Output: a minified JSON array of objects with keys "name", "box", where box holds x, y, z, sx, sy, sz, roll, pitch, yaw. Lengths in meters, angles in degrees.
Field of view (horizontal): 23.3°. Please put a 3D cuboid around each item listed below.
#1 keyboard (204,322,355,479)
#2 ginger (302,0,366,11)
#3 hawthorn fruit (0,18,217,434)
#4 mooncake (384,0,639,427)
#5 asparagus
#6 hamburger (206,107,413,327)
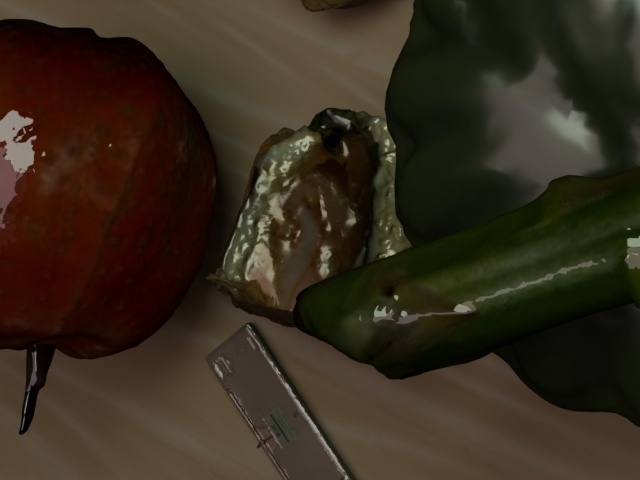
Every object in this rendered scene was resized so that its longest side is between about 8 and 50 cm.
[{"name":"keyboard","box":[-0.028,0.146,1.217,0.055,0.017,0.166,-40,75,22]},{"name":"ginger","box":[0.042,-0.225,1.105,0.190,0.069,0.095,-30,85,28]},{"name":"hawthorn fruit","box":[-0.202,-0.005,1.159,0.254,0.254,0.300,1,81,30]},{"name":"mooncake","box":[0.216,-0.067,0.951,0.356,0.194,0.356,4,97,31]},{"name":"asparagus","box":[0.140,0.007,0.854,0.343,0.082,0.085,-20,91,27]},{"name":"hamburger","box":[0.000,0.000,1.118,0.135,0.207,0.155,25,76,-3]}]
